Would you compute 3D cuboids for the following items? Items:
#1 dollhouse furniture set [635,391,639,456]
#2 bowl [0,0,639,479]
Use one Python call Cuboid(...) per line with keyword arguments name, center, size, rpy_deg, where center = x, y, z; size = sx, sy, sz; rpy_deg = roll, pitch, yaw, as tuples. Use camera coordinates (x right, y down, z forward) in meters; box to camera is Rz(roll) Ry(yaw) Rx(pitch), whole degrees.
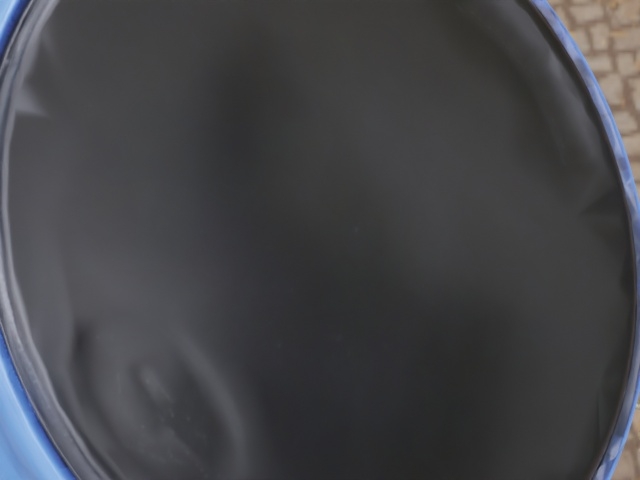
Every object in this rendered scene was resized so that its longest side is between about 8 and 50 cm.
Cuboid(name="dollhouse furniture set", center=(0.236, 0.071, 1.031), size=(0.161, 0.181, 0.101), rpy_deg=(7, 31, 38))
Cuboid(name="bowl", center=(0.000, 0.000, 0.613), size=(0.077, 0.391, 0.391), rpy_deg=(-21, 36, 55))
